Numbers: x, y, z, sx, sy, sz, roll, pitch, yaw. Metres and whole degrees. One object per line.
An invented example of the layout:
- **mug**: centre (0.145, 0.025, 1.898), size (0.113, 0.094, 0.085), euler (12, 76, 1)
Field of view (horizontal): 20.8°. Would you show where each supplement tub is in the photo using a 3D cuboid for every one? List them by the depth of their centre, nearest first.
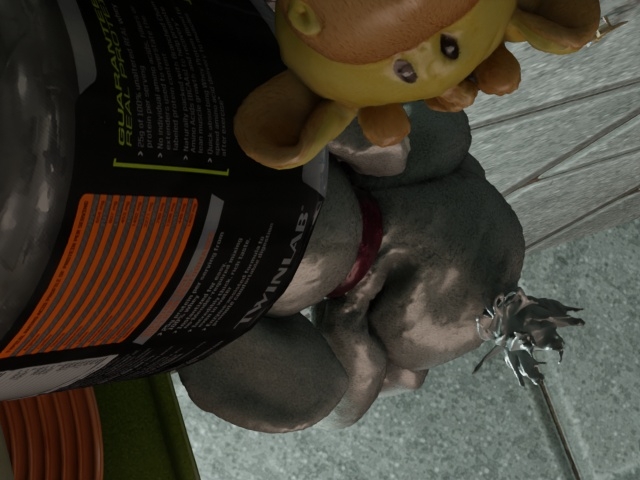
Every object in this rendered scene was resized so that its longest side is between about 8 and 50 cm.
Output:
- **supplement tub**: centre (-0.144, -0.038, 0.677), size (0.207, 0.207, 0.338), euler (-23, 172, 19)

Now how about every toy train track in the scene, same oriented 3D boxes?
- **toy train track**: centre (0.230, -0.174, 1.458), size (0.048, 0.014, 0.083), euler (-28, 178, 1)

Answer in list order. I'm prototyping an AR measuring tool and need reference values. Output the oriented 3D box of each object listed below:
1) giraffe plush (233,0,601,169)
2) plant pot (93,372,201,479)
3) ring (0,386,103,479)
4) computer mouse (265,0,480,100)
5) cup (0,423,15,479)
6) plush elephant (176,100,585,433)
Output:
- **giraffe plush**: centre (0.003, -0.121, 0.608), size (0.181, 0.170, 0.210), euler (-25, 172, 28)
- **plant pot**: centre (-0.247, 0.202, 1.135), size (0.353, 0.366, 0.366), euler (-17, 172, -6)
- **ring**: centre (-0.287, 0.118, 0.950), size (0.336, 0.336, 0.032), euler (-21, -170, 8)
- **computer mouse**: centre (0.084, -0.151, 1.021), size (0.184, 0.060, 0.262), euler (-10, 166, 19)
- **cup**: centre (-0.268, 0.148, 0.804), size (0.331, 0.237, 0.331), euler (14, 174, 2)
- **plush elephant**: centre (0.000, 0.000, 1.247), size (0.255, 0.272, 0.330), euler (22, -179, -27)
